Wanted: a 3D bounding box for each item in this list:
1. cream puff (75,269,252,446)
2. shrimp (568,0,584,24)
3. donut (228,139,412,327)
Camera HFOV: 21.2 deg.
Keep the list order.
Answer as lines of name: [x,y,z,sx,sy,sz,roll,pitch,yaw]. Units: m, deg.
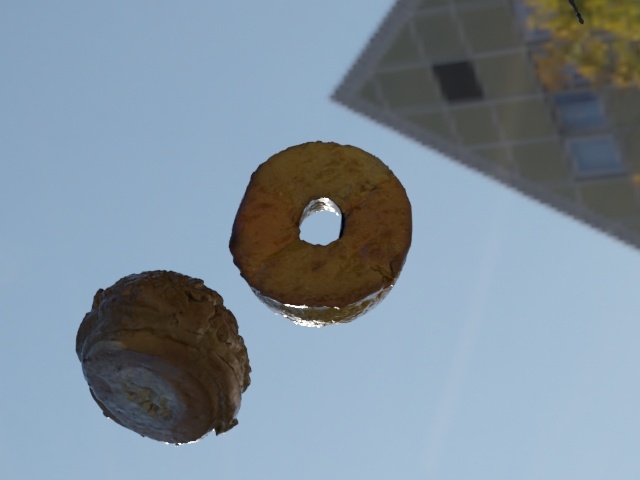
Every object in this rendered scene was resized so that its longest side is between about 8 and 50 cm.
cream puff: [-0.115,0.081,1.279,0.144,0.126,0.103,62,-146,-41]
shrimp: [0.127,-0.296,1.208,0.145,0.116,0.343,14,-139,-48]
donut: [0.002,0.000,1.623,0.075,0.174,0.190,85,180,-56]
